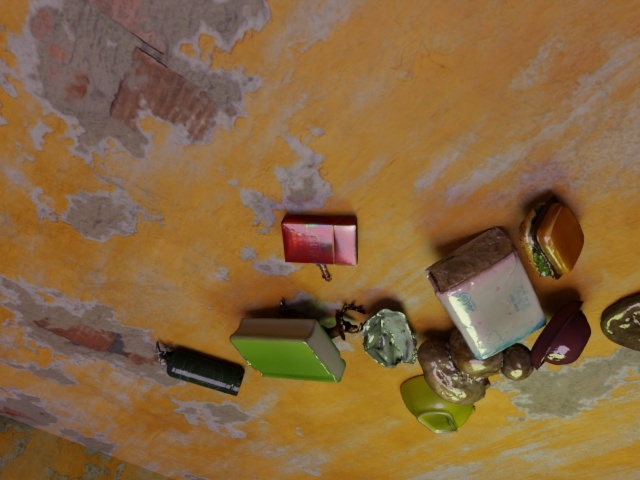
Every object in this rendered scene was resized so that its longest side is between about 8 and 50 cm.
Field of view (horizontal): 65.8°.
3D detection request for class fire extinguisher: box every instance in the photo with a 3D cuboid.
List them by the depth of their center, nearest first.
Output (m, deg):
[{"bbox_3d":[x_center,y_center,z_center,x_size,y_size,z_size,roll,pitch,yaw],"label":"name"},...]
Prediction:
[{"bbox_3d":[-0.413,0.430,1.671,0.312,0.095,0.114,18,98,-7],"label":"fire extinguisher"}]

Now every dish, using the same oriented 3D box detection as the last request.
[{"bbox_3d":[0.381,0.547,1.598,0.221,0.108,0.262,-17,128,28],"label":"dish"}]

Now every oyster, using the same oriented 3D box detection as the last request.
[{"bbox_3d":[0.205,0.277,1.382,0.252,0.087,0.199,22,117,-34],"label":"oyster"}]

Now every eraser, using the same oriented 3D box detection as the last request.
[{"bbox_3d":[-0.093,0.314,1.405,0.274,0.092,0.210,-8,129,34],"label":"eraser"}]

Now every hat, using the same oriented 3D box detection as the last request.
[{"bbox_3d":[0.587,0.236,1.184,0.089,0.206,0.205,36,146,32],"label":"hat"}]

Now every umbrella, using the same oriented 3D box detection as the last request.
[{"bbox_3d":[-0.001,0.051,1.249,0.027,0.025,0.165,-18,132,5],"label":"umbrella"}]

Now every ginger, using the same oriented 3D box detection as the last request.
[{"bbox_3d":[0.409,0.327,1.333,0.245,0.155,0.304,40,138,-4],"label":"ginger"}]

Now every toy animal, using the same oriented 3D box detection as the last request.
[{"bbox_3d":[-0.013,0.254,1.410,0.244,0.087,0.259,16,138,-6],"label":"toy animal"}]

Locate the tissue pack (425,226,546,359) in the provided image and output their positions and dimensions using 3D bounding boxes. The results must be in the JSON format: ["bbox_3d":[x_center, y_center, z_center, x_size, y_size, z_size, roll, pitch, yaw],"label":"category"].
[{"bbox_3d":[0.385,0.130,1.141,0.202,0.124,0.271,-33,123,5],"label":"tissue pack"}]

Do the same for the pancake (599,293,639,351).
[{"bbox_3d":[0.818,0.207,1.203,0.242,0.050,0.241,7,136,7],"label":"pancake"}]

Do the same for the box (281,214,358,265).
[{"bbox_3d":[0.000,0.001,1.161,0.175,0.048,0.112,2,119,11],"label":"box"}]

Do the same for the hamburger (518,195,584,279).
[{"bbox_3d":[0.467,-0.002,1.022,0.087,0.137,0.166,8,145,53],"label":"hamburger"}]
